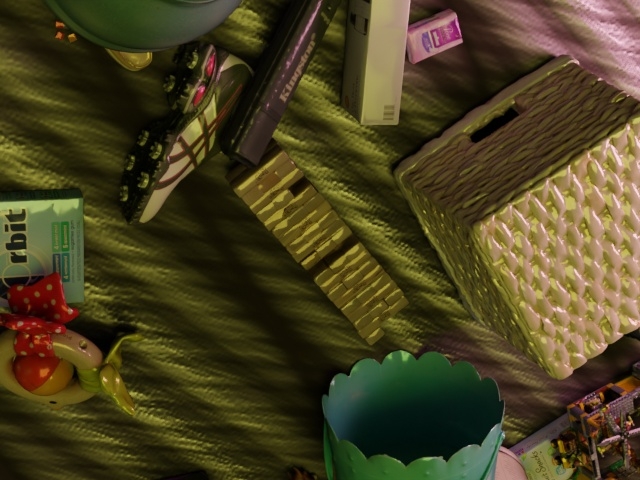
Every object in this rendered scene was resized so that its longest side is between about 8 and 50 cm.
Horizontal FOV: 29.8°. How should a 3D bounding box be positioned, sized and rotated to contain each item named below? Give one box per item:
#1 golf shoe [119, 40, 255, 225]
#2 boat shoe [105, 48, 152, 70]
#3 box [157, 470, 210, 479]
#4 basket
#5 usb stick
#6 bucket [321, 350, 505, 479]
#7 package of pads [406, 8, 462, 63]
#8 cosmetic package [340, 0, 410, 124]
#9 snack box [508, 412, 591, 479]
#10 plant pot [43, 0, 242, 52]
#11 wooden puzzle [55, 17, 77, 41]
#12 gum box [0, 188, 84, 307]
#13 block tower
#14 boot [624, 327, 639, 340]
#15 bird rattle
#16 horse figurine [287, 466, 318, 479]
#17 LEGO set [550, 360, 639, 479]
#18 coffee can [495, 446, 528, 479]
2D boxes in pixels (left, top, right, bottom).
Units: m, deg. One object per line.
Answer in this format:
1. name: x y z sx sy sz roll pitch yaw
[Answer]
1. golf shoe: -0.177 -0.130 1.623 0.120 0.105 0.273 21 104 -32
2. boat shoe: -0.260 -0.291 1.543 0.063 0.059 0.170 -35 119 -17
3. box: -0.212 0.482 1.770 0.165 0.270 0.143 -10 114 -14
4. basket: 0.344 -0.029 1.746 0.328 0.266 0.331 -34 120 -3
5. usb stick: -0.052 -0.227 1.612 0.077 0.045 0.278 32 84 -56
6. bucket: 0.141 0.316 1.826 0.281 0.281 0.183 -13 119 -13
7. package of pads: 0.157 -0.289 1.703 0.083 0.032 0.050 -24 120 -8
8. cosmetic package: 0.074 -0.285 1.642 0.060 0.099 0.239 -2 112 -15
9. snack box: 0.388 0.371 2.054 0.141 0.037 0.100 -30 117 -4
10. plant pot: -0.186 -0.366 1.423 0.293 0.196 0.293 -6 102 -28
11. wooden puzzle: -0.316 -0.297 1.557 0.049 0.006 0.083 0 112 -18
12. gum box: -0.416 0.012 1.635 0.184 0.041 0.157 -4 114 -18
13. block tower: 0.000 0.000 1.740 0.097 0.091 0.335 -38 119 1
14. boot: 0.612 0.077 1.970 0.247 0.094 0.207 7 106 -14
15. bird rattle: -0.368 0.166 1.654 0.207 0.143 0.253 -31 137 32
16. horse figurine: 0.038 0.493 1.903 0.066 0.263 0.174 -24 150 34
17. LEGO set: 0.571 0.332 1.988 0.331 0.192 0.255 -17 113 -21
18. coffee can: 0.264 0.481 1.904 0.202 0.275 0.201 -3 119 -5
